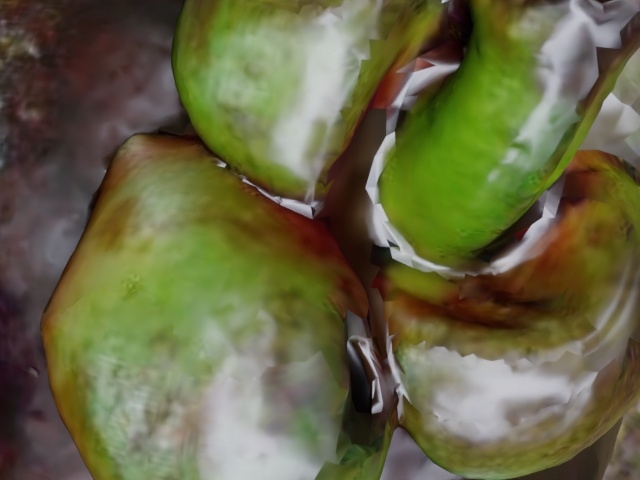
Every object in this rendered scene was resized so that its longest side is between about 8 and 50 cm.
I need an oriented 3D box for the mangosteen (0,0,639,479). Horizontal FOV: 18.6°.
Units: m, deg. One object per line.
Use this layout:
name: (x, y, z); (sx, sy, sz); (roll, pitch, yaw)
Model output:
mangosteen: (-0.016, -0.001, 0.646); (0.311, 0.311, 0.311); (-5, 108, -17)
